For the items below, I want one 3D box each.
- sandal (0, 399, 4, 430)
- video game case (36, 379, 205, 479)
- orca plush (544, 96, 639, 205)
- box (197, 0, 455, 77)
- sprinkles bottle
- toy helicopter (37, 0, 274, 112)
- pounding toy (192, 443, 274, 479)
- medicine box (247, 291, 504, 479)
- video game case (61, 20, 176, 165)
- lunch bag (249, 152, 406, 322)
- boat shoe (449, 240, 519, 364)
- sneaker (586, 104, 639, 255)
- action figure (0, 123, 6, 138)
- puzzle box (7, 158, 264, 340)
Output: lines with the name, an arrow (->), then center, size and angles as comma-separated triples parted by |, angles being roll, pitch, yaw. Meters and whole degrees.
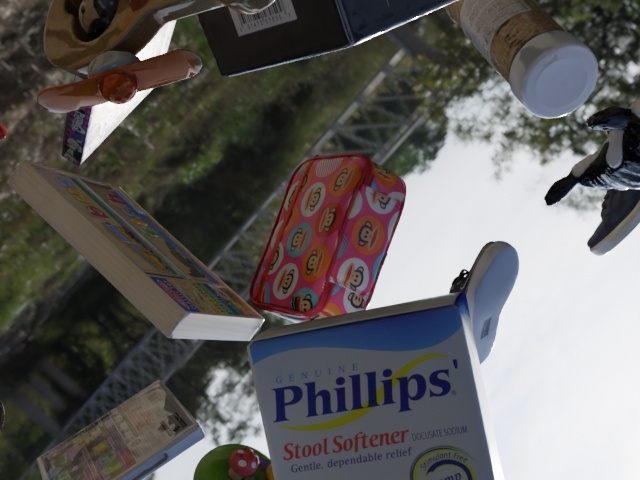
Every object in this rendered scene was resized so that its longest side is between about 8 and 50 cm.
sandal -> -0.394, 0.155, 0.875 | 0.049, 0.180, 0.072 | 119, -23, -66
video game case -> -0.243, 0.249, 1.089 | 0.183, 0.023, 0.201 | -32, -162, -16
orca plush -> 0.348, -0.080, 0.988 | 0.287, 0.151, 0.102 | -31, -121, 55
box -> 0.060, -0.390, 1.191 | 0.395, 0.212, 0.293 | -30, -162, -33
sprinkles bottle -> 0.303, -0.326, 1.435 | 0.121, 0.121, 0.355 | -47, -146, 19
toy helicopter -> -0.184, -0.252, 0.990 | 0.355, 0.140, 0.235 | -1, -108, 37
pounding toy -> -0.096, 0.420, 1.515 | 0.183, 0.237, 0.110 | -7, 143, -46
medicine box -> 0.076, 0.231, 1.133 | 0.263, 0.289, 0.149 | -12, -178, 12
video game case -> -0.316, -0.254, 1.440 | 0.232, 0.042, 0.210 | -56, 180, -36
lunch bag -> 0.000, 0.000, 1.541 | 0.258, 0.120, 0.293 | 4, -109, 55
boat shoe -> 0.210, 0.080, 1.256 | 0.080, 0.076, 0.228 | -26, 140, -26
sneaker -> 0.526, -0.146, 1.561 | 0.350, 0.148, 0.131 | -61, 172, 12
action figure -> -0.461, -0.262, 1.090 | 0.091, 0.280, 0.139 | -20, -147, -24
puzzle box -> -0.303, 0.020, 1.523 | 0.052, 0.409, 0.272 | -54, 159, 9
